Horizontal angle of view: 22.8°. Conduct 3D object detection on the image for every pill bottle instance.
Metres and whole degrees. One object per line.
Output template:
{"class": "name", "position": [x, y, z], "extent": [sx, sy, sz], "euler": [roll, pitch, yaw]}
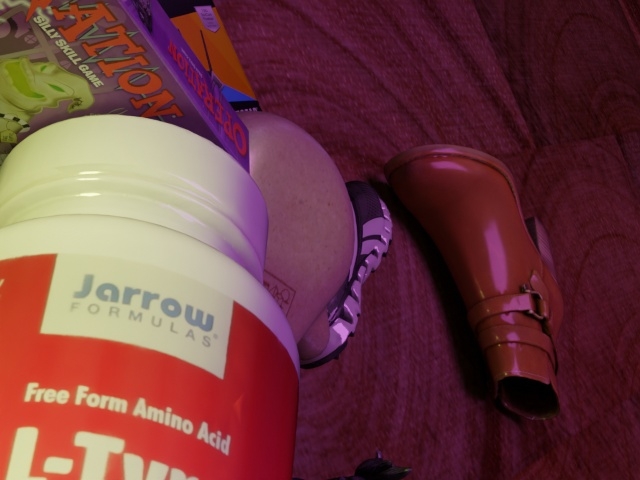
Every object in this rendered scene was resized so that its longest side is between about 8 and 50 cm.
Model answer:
{"class": "pill bottle", "position": [-0.129, 0.137, 0.861], "extent": [0.229, 0.229, 0.408], "euler": [41, 38, -37]}

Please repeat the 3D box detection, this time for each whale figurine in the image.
{"class": "whale figurine", "position": [-0.083, 0.036, 1.183], "extent": [0.216, 0.141, 0.272], "euler": [35, 64, -43]}

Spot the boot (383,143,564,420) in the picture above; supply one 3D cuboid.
{"class": "boot", "position": [0.162, 0.046, 1.613], "extent": [0.283, 0.109, 0.220], "euler": [43, 38, -47]}

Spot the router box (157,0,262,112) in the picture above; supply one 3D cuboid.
{"class": "router box", "position": [-0.127, -0.138, 1.303], "extent": [0.179, 0.046, 0.133], "euler": [-21, 86, -62]}

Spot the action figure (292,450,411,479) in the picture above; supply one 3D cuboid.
{"class": "action figure", "position": [-0.015, 0.241, 1.068], "extent": [0.275, 0.164, 0.141], "euler": [-25, 87, -57]}

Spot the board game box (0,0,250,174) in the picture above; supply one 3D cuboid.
{"class": "board game box", "position": [-0.201, -0.118, 0.901], "extent": [0.347, 0.208, 0.056], "euler": [54, 23, -51]}

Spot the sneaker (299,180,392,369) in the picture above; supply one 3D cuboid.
{"class": "sneaker", "position": [0.000, 0.000, 1.374], "extent": [0.106, 0.078, 0.234], "euler": [54, 31, -24]}
